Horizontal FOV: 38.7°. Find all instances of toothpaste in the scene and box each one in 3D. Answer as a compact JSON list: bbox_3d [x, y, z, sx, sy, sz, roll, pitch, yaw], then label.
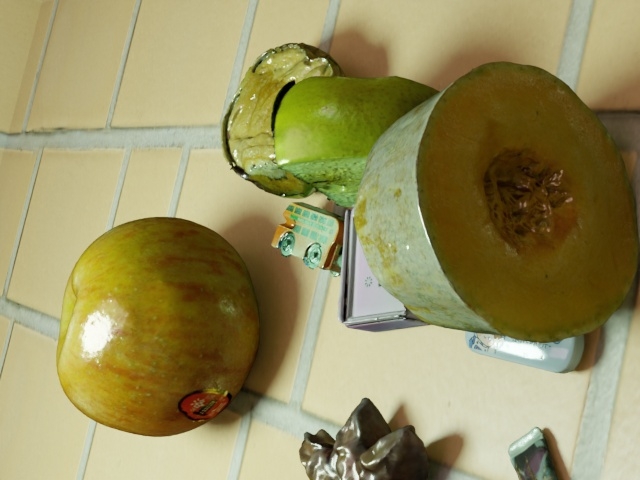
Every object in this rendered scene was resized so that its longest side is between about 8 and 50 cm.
[{"bbox_3d":[0.278,0.330,1.093,0.062,0.037,0.216,-46,41,33],"label":"toothpaste"}]

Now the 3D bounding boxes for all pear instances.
[{"bbox_3d":[0.084,-0.160,1.338,0.292,0.292,0.159,-11,72,49],"label":"pear"}]

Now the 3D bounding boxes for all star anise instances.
[{"bbox_3d":[0.055,0.383,1.285,0.315,0.108,0.315,-31,47,40],"label":"star anise"}]

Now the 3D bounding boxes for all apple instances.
[{"bbox_3d":[-0.303,0.151,1.624,0.400,0.334,0.400,-20,62,44],"label":"apple"}]

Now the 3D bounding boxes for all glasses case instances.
[{"bbox_3d":[0.260,0.125,1.176,0.179,0.045,0.067,8,83,52],"label":"glasses case"}]

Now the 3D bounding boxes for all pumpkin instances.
[{"bbox_3d":[0.203,-0.028,1.104,0.199,0.333,0.332,-25,58,60],"label":"pumpkin"}]

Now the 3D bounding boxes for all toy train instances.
[{"bbox_3d":[0.000,0.000,1.521,0.188,0.072,0.099,21,88,52],"label":"toy train"}]

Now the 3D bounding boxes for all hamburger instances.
[{"bbox_3d":[-0.053,-0.212,1.613,0.285,0.134,0.265,37,100,44],"label":"hamburger"}]

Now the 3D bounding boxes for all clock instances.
[{"bbox_3d":[0.102,0.036,1.378,0.145,0.073,0.193,-13,67,48],"label":"clock"}]
